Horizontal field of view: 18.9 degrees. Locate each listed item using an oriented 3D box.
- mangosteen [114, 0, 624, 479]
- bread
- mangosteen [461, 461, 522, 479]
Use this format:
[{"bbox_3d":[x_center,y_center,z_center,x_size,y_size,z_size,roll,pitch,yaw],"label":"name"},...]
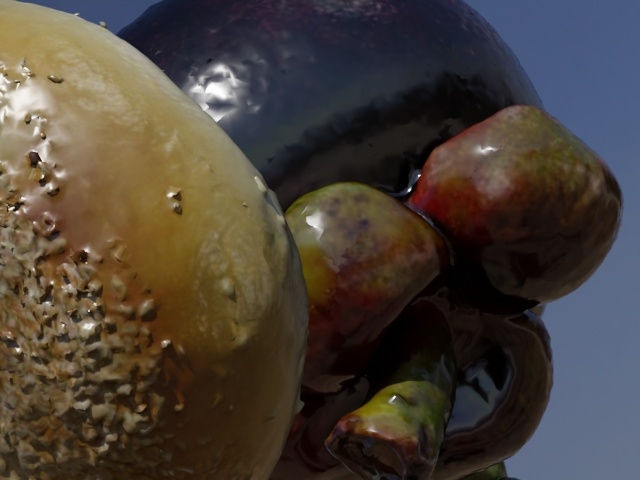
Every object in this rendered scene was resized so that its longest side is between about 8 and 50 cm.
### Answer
[{"bbox_3d":[0.000,0.000,1.273,0.382,0.382,0.435,-38,20,-9],"label":"mangosteen"},{"bbox_3d":[-0.152,0.032,0.958,0.159,0.305,0.305,-31,-20,-46],"label":"bread"},{"bbox_3d":[0.108,0.287,1.682,0.243,0.243,0.243,-36,-20,-15],"label":"mangosteen"}]
